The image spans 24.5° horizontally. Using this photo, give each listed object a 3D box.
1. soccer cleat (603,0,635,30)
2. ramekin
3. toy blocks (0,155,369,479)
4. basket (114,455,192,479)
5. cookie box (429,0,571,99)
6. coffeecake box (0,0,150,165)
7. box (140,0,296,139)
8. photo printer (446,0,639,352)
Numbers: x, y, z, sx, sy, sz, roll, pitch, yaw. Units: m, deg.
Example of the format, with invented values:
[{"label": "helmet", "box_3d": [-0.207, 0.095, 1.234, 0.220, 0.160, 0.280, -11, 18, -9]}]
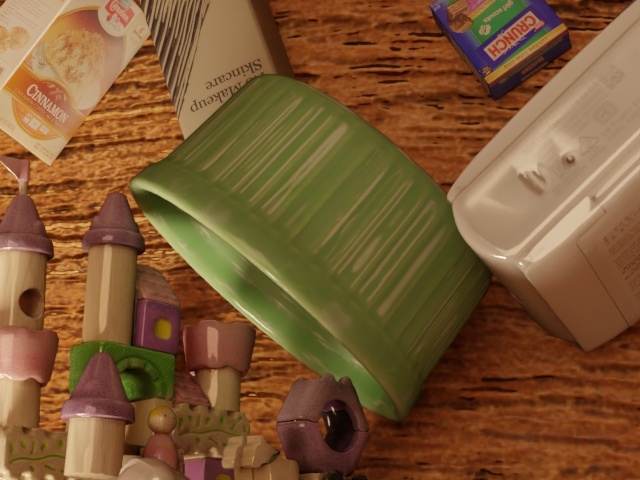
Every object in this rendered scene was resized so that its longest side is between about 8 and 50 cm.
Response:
[{"label": "soccer cleat", "box_3d": [0.286, -0.160, 1.292, 0.108, 0.116, 0.318, 37, 86, 26]}, {"label": "ramekin", "box_3d": [0.000, 0.000, 1.241, 0.303, 0.303, 0.148, 36, 78, 26]}, {"label": "toy blocks", "box_3d": [-0.152, 0.082, 1.222, 0.309, 0.288, 0.260, -13, 68, 43]}, {"label": "basket", "box_3d": [-0.108, 0.380, 1.037, 0.266, 0.331, 0.328, 40, 81, 21]}, {"label": "cookie box", "box_3d": [0.170, -0.203, 1.390, 0.092, 0.040, 0.107, -35, 65, 4]}, {"label": "coffeecake box", "box_3d": [-0.268, -0.188, 1.476, 0.068, 0.142, 0.185, 34, 85, 25]}, {"label": "box", "box_3d": [-0.105, -0.207, 1.455, 0.113, 0.094, 0.275, -25, 65, 9]}, {"label": "photo printer", "box_3d": [0.245, -0.042, 1.159, 0.256, 0.307, 0.107, -45, 63, 3]}]
